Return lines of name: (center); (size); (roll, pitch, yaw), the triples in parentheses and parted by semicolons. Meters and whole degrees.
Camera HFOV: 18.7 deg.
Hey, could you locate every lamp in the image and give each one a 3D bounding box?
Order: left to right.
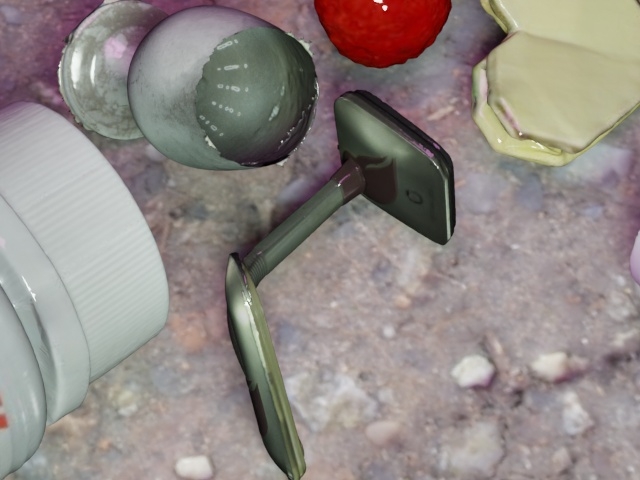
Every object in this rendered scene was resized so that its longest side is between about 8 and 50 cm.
lamp: (-0.007, -0.001, 1.381); (0.124, 0.203, 0.283); (21, 56, 20)

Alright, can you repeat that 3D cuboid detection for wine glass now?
wine glass: (-0.100, -0.119, 1.467); (0.126, 0.126, 0.241); (-34, 24, -19)

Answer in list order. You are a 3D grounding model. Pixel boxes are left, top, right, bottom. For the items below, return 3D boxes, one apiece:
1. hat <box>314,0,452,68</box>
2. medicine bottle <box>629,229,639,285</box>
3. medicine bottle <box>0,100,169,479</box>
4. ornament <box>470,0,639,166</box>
hat: (0.050, -0.308, 1.607); (0.242, 0.274, 0.332); (13, 80, 1)
medicine bottle: (0.343, 0.061, 1.335); (0.152, 0.152, 0.254); (-31, 55, -18)
medicine bottle: (-0.281, 0.060, 1.331); (0.306, 0.245, 0.245); (-35, 57, -28)
ornament: (0.209, -0.150, 1.550); (0.180, 0.059, 0.201); (12, 67, -18)
